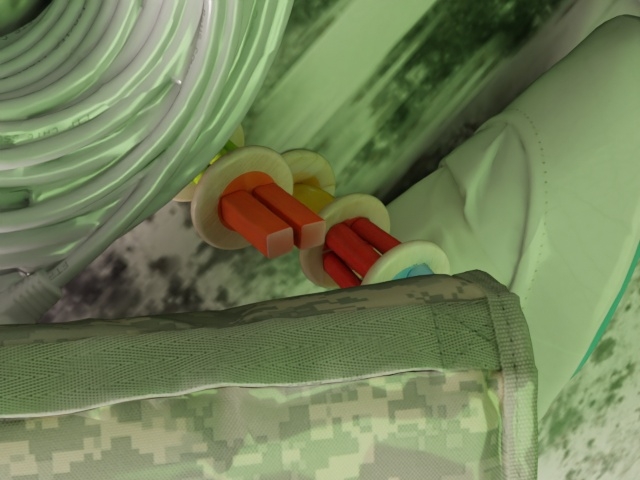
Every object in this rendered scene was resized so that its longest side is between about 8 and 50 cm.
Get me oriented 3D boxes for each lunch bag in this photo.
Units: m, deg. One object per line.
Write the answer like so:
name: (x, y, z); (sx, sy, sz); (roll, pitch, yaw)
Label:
lunch bag: (-0.052, 0.117, 0.559); (0.235, 0.169, 0.287); (-4, 150, -8)

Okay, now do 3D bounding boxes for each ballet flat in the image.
ballet flat: (0.067, 0.059, 0.763); (0.139, 0.139, 0.400); (3, 117, -38)

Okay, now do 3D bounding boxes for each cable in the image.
cable: (-0.125, -0.104, 0.525); (0.257, 0.089, 0.257); (-36, 133, -13)

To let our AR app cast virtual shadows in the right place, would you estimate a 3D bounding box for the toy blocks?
toy blocks: (0.000, 0.000, 0.644); (0.123, 0.148, 0.054); (23, 102, -44)
